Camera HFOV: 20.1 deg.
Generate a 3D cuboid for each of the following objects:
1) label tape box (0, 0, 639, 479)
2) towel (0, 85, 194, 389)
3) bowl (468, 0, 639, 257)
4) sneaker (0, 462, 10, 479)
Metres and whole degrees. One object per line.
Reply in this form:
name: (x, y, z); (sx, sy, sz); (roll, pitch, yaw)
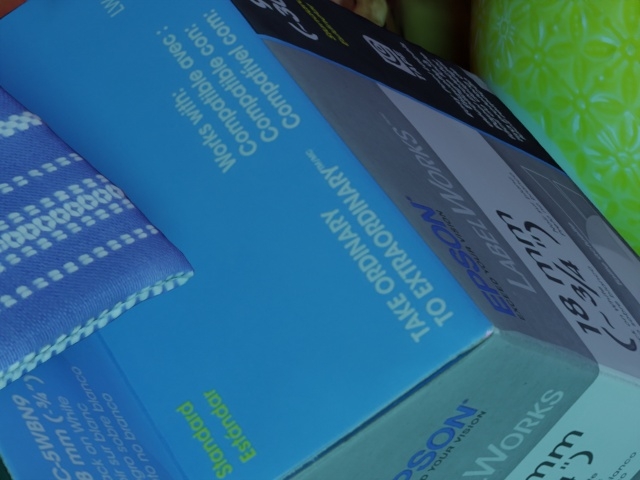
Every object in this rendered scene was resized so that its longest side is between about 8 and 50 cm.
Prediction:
label tape box: (0.000, 0.000, 0.667); (0.334, 0.106, 0.240); (19, 27, -50)
towel: (-0.230, -0.045, 0.501); (0.336, 0.040, 0.243); (39, 38, 15)
bowl: (0.155, -0.054, 0.895); (0.156, 0.289, 0.289); (-34, 100, -4)
sneaker: (-0.075, 0.143, 0.620); (0.222, 0.118, 0.083); (52, 43, -15)
